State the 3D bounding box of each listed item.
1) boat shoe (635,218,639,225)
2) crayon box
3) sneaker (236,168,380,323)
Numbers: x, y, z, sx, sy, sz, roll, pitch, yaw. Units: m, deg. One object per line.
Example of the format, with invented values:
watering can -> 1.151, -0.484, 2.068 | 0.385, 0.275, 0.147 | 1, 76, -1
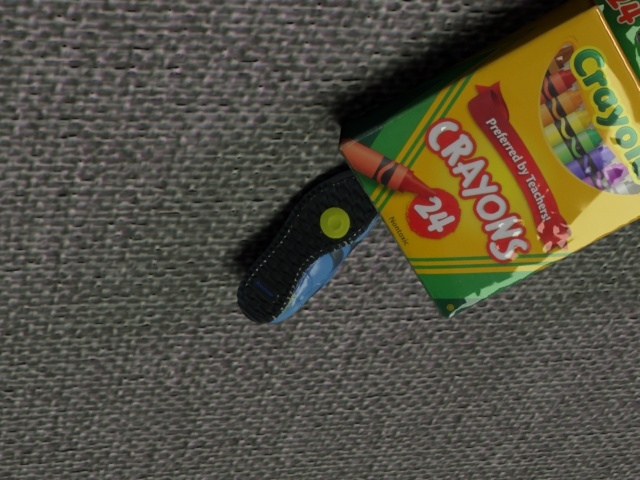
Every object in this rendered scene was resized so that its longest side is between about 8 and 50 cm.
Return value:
boat shoe -> 0.454, 0.016, 1.814 | 0.136, 0.156, 0.367 | -36, 139, 22
crayon box -> 0.202, -0.090, 1.559 | 0.318, 0.081, 0.202 | -29, 105, 13
sneaker -> 0.000, 0.000, 1.692 | 0.209, 0.069, 0.082 | -48, 168, 21
